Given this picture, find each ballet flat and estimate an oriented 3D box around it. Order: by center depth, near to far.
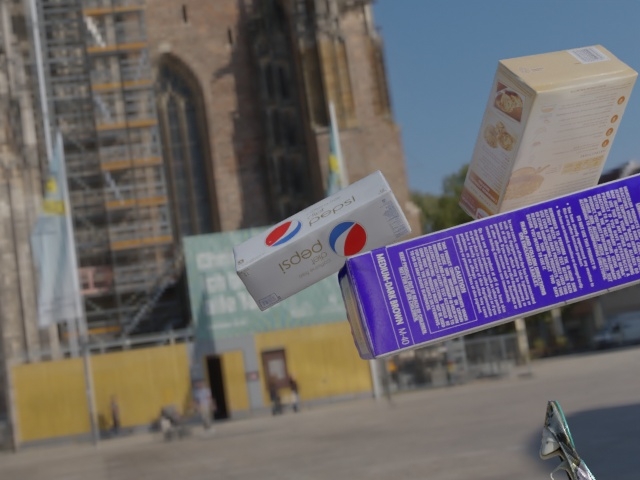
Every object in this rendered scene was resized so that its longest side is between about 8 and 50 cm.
[{"bbox_3d":[0.232,0.208,1.117,0.041,0.114,0.041,-20,-23,-9],"label":"ballet flat"}]

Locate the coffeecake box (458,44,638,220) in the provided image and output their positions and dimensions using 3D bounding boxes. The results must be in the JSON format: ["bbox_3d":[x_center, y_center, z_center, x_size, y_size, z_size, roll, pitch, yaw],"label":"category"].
[{"bbox_3d":[0.243,-0.108,1.268,0.142,0.068,0.185,-13,-46,-29],"label":"coffeecake box"}]

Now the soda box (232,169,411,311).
[{"bbox_3d":[0.000,0.000,1.470,0.216,0.069,0.074,-27,26,4],"label":"soda box"}]

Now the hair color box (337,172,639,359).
[{"bbox_3d":[0.193,0.025,1.170,0.339,0.110,0.185,-15,-5,-4],"label":"hair color box"}]
